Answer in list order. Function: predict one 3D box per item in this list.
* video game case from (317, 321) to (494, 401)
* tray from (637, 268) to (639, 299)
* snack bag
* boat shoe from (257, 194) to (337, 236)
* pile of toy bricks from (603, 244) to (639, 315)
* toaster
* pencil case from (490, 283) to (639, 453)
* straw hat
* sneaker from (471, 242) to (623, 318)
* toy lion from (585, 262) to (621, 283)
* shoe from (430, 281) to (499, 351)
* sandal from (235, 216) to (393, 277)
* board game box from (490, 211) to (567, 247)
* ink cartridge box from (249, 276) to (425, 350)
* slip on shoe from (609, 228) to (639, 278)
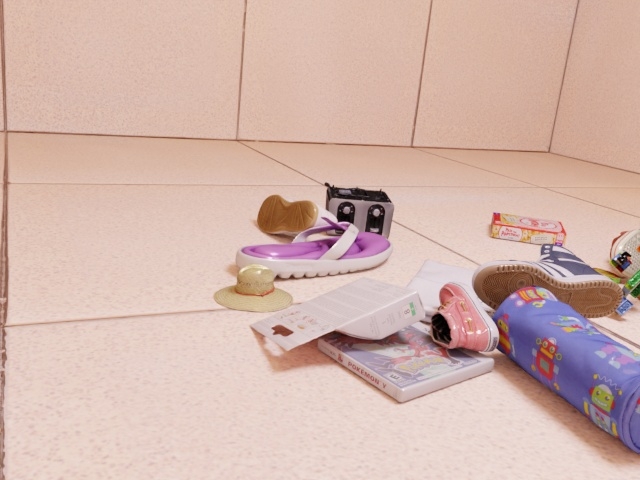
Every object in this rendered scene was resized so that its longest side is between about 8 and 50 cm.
[{"bbox_3d":[0.129,0.172,0.976,0.201,0.023,0.183,-7,20,-38],"label":"video game case"},{"bbox_3d":[0.894,0.053,1.338,0.411,0.202,0.076,6,16,0],"label":"tray"},{"bbox_3d":[0.326,0.110,1.242,0.323,0.037,0.342,11,17,19],"label":"snack bag"},{"bbox_3d":[-0.060,-0.050,1.564,0.096,0.098,0.277,18,-2,-34],"label":"boat shoe"},{"bbox_3d":[0.634,0.082,1.293,0.118,0.212,0.105,48,-4,24],"label":"pile of toy bricks"},{"bbox_3d":[0.093,-0.077,1.673,0.168,0.110,0.185,5,16,-5],"label":"toaster"},{"bbox_3d":[0.369,0.168,0.904,0.133,0.119,0.306,2,16,-20],"label":"pencil case"},{"bbox_3d":[-0.118,0.076,1.156,0.145,0.061,0.144,5,15,-1],"label":"straw hat"},{"bbox_3d":[0.381,0.065,1.160,0.283,0.099,0.153,8,23,-15],"label":"sneaker"},{"bbox_3d":[0.644,0.083,1.468,0.096,0.034,0.100,11,15,-9],"label":"toy lion"},{"bbox_3d":[0.210,0.117,1.032,0.081,0.063,0.178,5,24,-16],"label":"shoe"},{"bbox_3d":[0.011,0.004,1.375,0.416,0.102,0.169,-10,22,-44],"label":"sandal"},{"bbox_3d":[0.580,-0.031,1.804,0.194,0.045,0.147,9,16,11],"label":"board game box"},{"bbox_3d":[0.023,0.128,1.012,0.225,0.056,0.181,-23,13,-20],"label":"ink cartridge box"},{"bbox_3d":[0.765,0.028,1.577,0.101,0.122,0.331,-11,2,39],"label":"slip on shoe"}]
